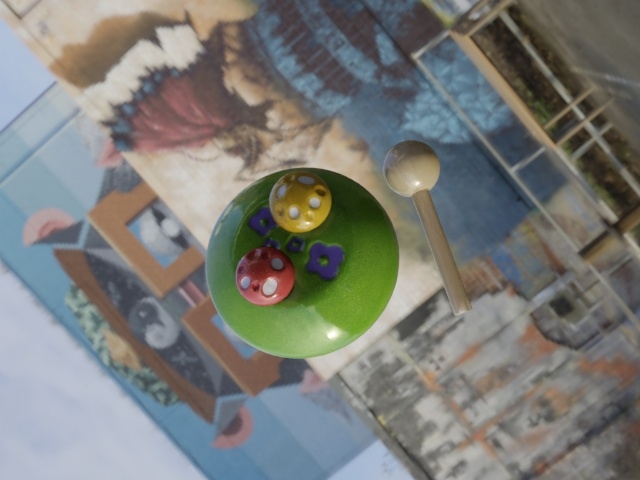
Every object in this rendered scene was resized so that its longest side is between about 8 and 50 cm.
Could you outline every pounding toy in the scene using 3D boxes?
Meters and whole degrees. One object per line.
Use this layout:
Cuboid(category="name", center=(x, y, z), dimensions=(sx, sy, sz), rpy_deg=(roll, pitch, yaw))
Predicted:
Cuboid(category="pounding toy", center=(0.000, 0.000, 0.844), dimensions=(0.110, 0.237, 0.183), rpy_deg=(56, -159, -70))
